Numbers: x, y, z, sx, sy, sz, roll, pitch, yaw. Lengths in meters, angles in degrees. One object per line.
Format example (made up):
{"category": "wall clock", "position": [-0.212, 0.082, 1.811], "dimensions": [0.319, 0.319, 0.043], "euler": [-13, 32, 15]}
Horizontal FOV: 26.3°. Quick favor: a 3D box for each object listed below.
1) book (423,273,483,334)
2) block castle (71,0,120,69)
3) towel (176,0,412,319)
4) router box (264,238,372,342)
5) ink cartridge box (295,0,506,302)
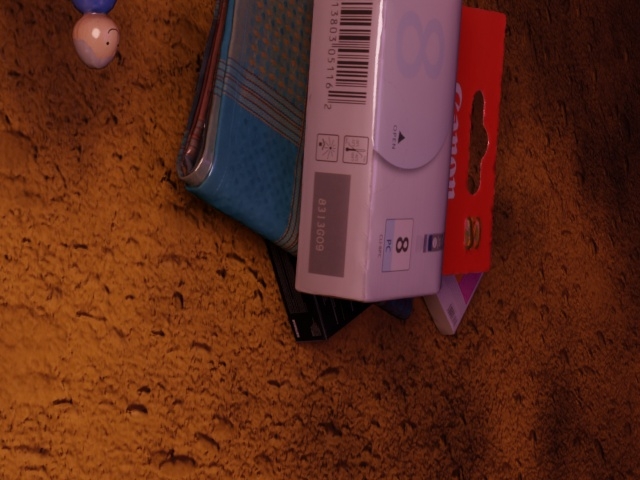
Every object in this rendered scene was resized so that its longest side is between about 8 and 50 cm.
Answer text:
{"category": "book", "position": [0.166, 0.032, 1.685], "dimensions": [0.144, 0.035, 0.096], "euler": [-58, 133, -41]}
{"category": "block castle", "position": [-0.339, -0.189, 0.769], "dimensions": [0.453, 0.303, 0.213], "euler": [-5, 90, -54]}
{"category": "towel", "position": [0.000, -0.102, 1.390], "dimensions": [0.370, 0.040, 0.271], "euler": [34, 57, -48]}
{"category": "router box", "position": [0.000, 0.000, 1.440], "dimensions": [0.133, 0.046, 0.179], "euler": [-33, 111, -52]}
{"category": "ink cartridge box", "position": [0.124, -0.103, 1.410], "dimensions": [0.385, 0.091, 0.308], "euler": [-3, 97, -54]}
